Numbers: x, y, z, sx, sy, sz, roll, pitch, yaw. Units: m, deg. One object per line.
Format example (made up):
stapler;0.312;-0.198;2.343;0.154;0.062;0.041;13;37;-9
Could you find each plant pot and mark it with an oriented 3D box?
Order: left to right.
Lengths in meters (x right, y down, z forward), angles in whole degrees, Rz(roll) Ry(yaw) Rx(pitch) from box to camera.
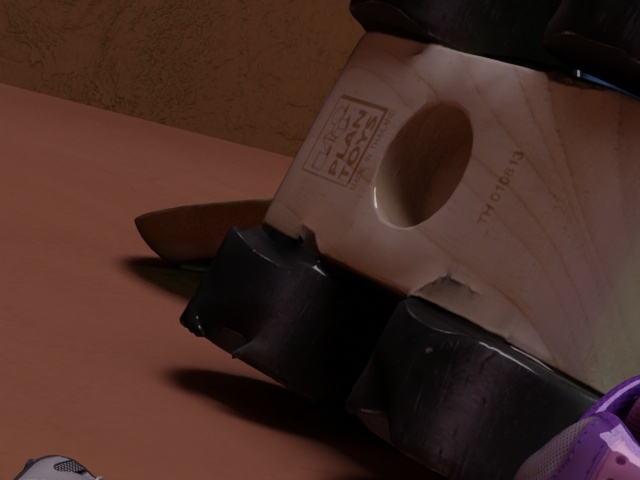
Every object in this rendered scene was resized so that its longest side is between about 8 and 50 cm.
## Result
plant pot;0.000;0.000;1.046;0.236;0.032;0.236;-1;-6;0

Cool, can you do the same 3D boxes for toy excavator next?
toy excavator;0.152;0.035;0.848;0.445;0.222;0.433;30;-3;-33

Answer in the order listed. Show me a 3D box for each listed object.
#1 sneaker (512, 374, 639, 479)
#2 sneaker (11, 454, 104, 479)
sneaker;0.104;0.089;0.473;0.095;0.104;0.236;18;5;23
sneaker;-0.055;0.076;0.445;0.069;0.038;0.098;23;8;40
